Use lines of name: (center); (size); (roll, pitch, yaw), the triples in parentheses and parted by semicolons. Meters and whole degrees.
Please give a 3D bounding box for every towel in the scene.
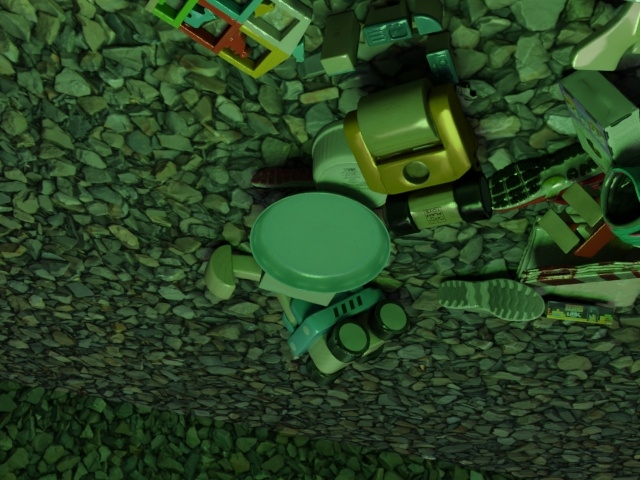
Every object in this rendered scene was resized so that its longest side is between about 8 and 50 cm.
towel: (0.662, 0.056, 1.791); (0.316, 0.053, 0.332); (4, 146, 7)
towel: (0.647, 0.072, 1.665); (0.328, 0.037, 0.237); (-8, 170, 26)

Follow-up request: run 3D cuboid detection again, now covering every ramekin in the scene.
ramekin: (0.078, -0.155, 1.570); (0.207, 0.109, 0.207); (6, 145, 4)

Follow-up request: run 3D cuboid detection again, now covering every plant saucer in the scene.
plant saucer: (0.000, 0.000, 1.636); (0.317, 0.044, 0.318); (2, 135, 2)

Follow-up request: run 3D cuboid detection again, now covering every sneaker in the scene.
sneaker: (-0.076, -0.127, 1.684); (0.170, 0.063, 0.075); (-2, 138, 7)
sneaker: (0.598, -0.113, 1.254); (0.178, 0.124, 0.296); (8, 127, -36)
sneaker: (0.484, -0.109, 1.553); (0.279, 0.107, 0.118); (-16, 143, 32)
sneaker: (0.270, -0.295, 1.402); (0.083, 0.032, 0.037); (30, 127, -34)
sneaker: (0.460, 0.149, 1.923); (0.281, 0.105, 0.115); (9, 179, 32)

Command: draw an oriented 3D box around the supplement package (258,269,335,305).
supplement package: (-0.032, 0.037, 1.832); (0.194, 0.149, 0.203); (16, 145, -10)

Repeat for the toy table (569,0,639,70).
toy table: (0.527, -0.340, 1.120); (0.274, 0.252, 0.161); (11, 129, 12)

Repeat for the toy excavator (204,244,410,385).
toy excavator: (-0.047, 0.169, 1.990); (0.432, 0.445, 0.222); (-22, 159, -33)

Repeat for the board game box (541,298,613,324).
board game box: (0.668, 0.187, 1.920); (0.170, 0.048, 0.141); (6, 177, 2)

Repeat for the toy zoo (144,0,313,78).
toy zoo: (-0.150, -0.410, 1.326); (0.293, 0.030, 0.192); (29, 141, -26)

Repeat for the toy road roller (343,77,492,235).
toy road roller: (0.206, -0.184, 1.416); (0.202, 0.241, 0.330); (-12, 126, 26)

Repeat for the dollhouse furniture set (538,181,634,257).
dollhouse furniture set: (0.623, -0.058, 1.476); (0.262, 0.135, 0.259); (5, 132, -43)

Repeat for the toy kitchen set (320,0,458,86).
toy kitchen set: (0.130, -0.325, 1.304); (0.207, 0.122, 0.166); (-7, 142, 22)

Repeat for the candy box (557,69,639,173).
candy box: (0.533, -0.205, 1.340); (0.070, 0.165, 0.196); (-31, 134, 10)
